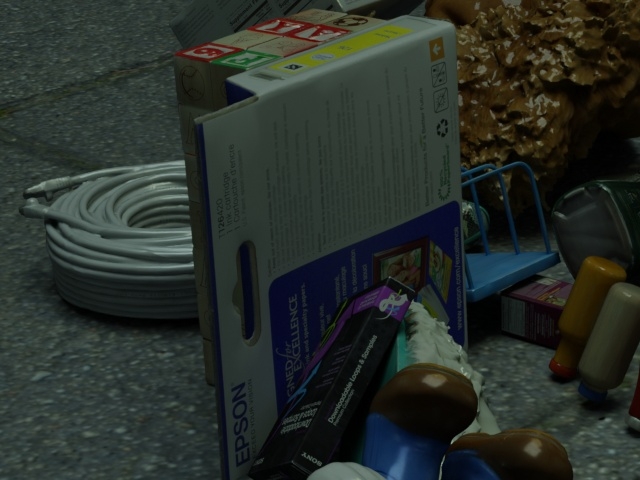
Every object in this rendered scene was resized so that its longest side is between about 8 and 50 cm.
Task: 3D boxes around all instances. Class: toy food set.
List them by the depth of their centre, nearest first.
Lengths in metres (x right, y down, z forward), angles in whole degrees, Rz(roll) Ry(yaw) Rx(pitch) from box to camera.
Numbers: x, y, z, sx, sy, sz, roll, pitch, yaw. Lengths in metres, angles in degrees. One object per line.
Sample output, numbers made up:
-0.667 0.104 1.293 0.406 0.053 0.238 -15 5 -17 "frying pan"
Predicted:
0.298 0.110 1.510 0.232 0.104 0.111 25 16 15 "toy food set"

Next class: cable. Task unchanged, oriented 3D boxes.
-0.137 -0.002 1.783 0.257 0.089 0.257 -15 27 -29 "cable"

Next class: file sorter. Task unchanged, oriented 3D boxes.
0.110 -0.008 1.697 0.118 0.104 0.170 -22 13 -39 "file sorter"

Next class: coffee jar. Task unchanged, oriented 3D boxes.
0.296 -0.011 1.712 0.079 0.096 0.184 -28 -13 37 "coffee jar"

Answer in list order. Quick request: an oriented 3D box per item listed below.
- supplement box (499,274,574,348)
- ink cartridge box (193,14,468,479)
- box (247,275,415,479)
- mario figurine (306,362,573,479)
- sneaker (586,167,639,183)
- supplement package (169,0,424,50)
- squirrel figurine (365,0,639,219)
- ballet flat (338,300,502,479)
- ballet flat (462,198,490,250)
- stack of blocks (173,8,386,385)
0.209 0.065 1.647 0.083 0.043 0.055 16 28 36 "supplement box"
0.000 0.000 1.486 0.072 0.303 0.307 17 29 42 "ink cartridge box"
0.007 0.110 1.391 0.029 0.162 0.116 31 -20 -10 "box"
0.066 0.231 1.003 0.198 0.170 0.320 15 61 4 "mario figurine"
0.382 -0.087 1.901 0.225 0.092 0.088 -17 18 10 "sneaker"
-0.014 -0.290 2.215 0.204 0.145 0.262 -25 -8 -43 "supplement package"
0.170 -0.186 1.968 0.370 0.281 0.397 -12 18 -5 "squirrel figurine"
0.078 0.188 1.301 0.147 0.147 0.409 0 26 5 "ballet flat"
0.080 -0.026 1.859 0.188 0.070 0.070 13 27 39 "ballet flat"
-0.022 -0.031 1.569 0.087 0.297 0.171 15 28 40 "stack of blocks"
